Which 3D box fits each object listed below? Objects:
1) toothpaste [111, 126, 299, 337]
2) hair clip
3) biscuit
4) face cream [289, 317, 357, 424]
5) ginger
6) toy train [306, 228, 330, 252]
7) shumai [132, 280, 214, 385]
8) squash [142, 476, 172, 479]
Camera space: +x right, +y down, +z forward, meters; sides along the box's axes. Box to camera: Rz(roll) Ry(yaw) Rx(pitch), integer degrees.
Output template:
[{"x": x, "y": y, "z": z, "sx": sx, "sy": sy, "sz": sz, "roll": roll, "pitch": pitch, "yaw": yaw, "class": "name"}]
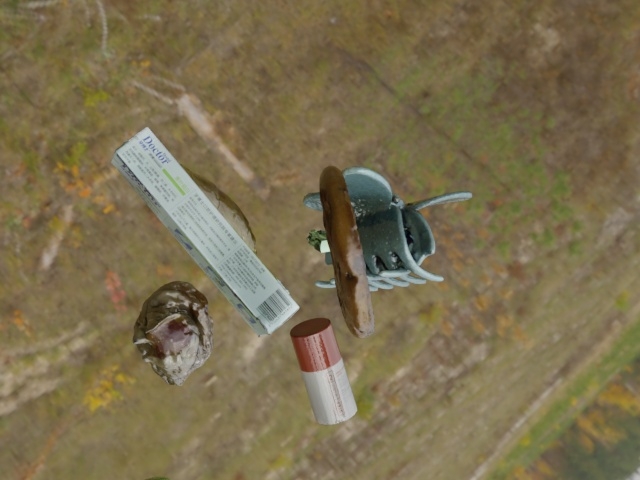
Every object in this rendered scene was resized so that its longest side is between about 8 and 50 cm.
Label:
[{"x": -0.166, "y": -0.009, "z": 1.396, "sx": 0.067, "sy": 0.336, "sz": 0.081, "roll": -41, "pitch": -175, "yaw": -18, "class": "toothpaste"}, {"x": 0.139, "y": -0.008, "z": 2.383, "sx": 0.392, "sy": 0.238, "sz": 0.318, "roll": 9, "pitch": 165, "yaw": -39, "class": "hair clip"}, {"x": 0.028, "y": 0.013, "z": 1.157, "sx": 0.036, "sy": 0.212, "sz": 0.212, "roll": -12, "pitch": 156, "yaw": -2, "class": "biscuit"}, {"x": 0.006, "y": 0.282, "z": 2.103, "sx": 0.096, "sy": 0.214, "sz": 0.096, "roll": -15, "pitch": -164, "yaw": 4, "class": "face cream"}, {"x": -0.200, "y": -0.040, "z": 1.703, "sx": 0.263, "sy": 0.109, "sz": 0.116, "roll": 46, "pitch": 59, "yaw": -50, "class": "ginger"}, {"x": 0.000, "y": 0.000, "z": 2.183, "sx": 0.053, "sy": 0.083, "sz": 0.033, "roll": -8, "pitch": 112, "yaw": -35, "class": "toy train"}, {"x": -0.334, "y": 0.207, "z": 2.028, "sx": 0.218, "sy": 0.184, "sz": 0.185, "roll": -51, "pitch": 163, "yaw": 26, "class": "shumai"}, {"x": -0.375, "y": 0.550, "z": 1.858, "sx": 0.118, "sy": 0.118, "sz": 0.370, "roll": -18, "pitch": 163, "yaw": -49, "class": "squash"}]
